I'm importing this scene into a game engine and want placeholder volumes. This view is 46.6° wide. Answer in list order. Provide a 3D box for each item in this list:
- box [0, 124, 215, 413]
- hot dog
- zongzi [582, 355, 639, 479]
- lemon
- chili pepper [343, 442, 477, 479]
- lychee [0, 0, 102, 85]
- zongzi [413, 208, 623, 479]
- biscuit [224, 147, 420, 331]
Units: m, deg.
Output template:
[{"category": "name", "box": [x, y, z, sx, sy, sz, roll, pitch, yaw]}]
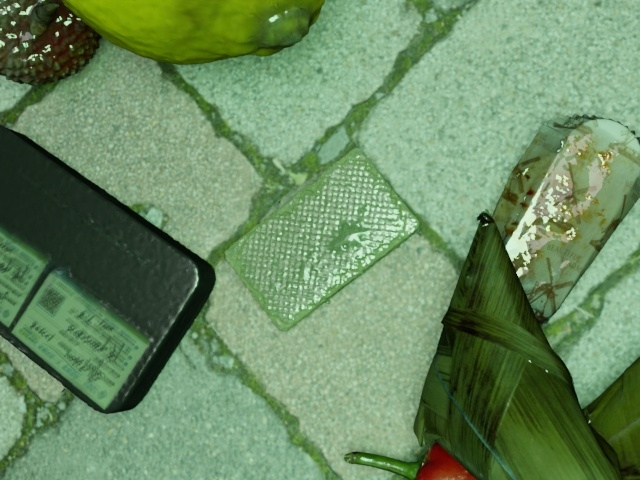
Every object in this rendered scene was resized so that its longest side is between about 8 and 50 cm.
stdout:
[{"category": "box", "box": [-0.314, 0.030, 0.889, 0.350, 0.058, 0.211, 34, 93, 13]}, {"category": "hot dog", "box": [0.244, -0.018, 0.777, 0.131, 0.069, 0.253, 29, 93, 4]}, {"category": "zongzi", "box": [0.341, 0.121, 0.733, 0.273, 0.145, 0.300, -20, 52, 24]}, {"category": "lemon", "box": [-0.131, -0.346, 0.743, 0.349, 0.350, 0.387, -30, 75, 7]}, {"category": "chili pepper", "box": [0.180, 0.303, 0.692, 0.368, 0.137, 0.092, 43, 136, 41]}, {"category": "lychee", "box": [-0.334, -0.261, 0.864, 0.165, 0.165, 0.197, -52, 35, 2]}, {"category": "zongzi", "box": [0.189, 0.118, 0.661, 0.112, 0.221, 0.242, 1, 109, -30]}, {"category": "biscuit", "box": [0.000, 0.000, 0.836, 0.199, 0.040, 0.121, -38, 80, 4]}]
